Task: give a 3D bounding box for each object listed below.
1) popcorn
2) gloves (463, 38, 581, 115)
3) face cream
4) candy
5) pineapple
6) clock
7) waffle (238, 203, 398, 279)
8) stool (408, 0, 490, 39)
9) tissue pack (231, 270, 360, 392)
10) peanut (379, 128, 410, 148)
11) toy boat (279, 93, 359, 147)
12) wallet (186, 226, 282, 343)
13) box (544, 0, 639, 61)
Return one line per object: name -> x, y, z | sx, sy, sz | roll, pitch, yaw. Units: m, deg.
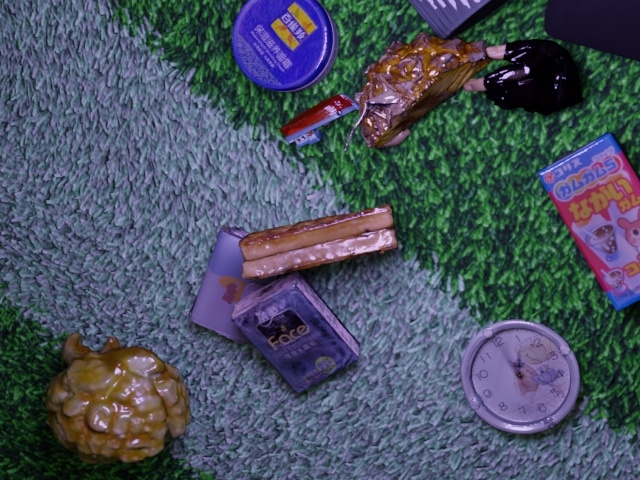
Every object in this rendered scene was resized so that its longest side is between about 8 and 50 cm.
popcorn -> -0.451, 0.357, 2.086 | 0.335, 0.279, 0.275 | -6, 114, 5
gloves -> 0.376, -0.302, 1.826 | 0.203, 0.124, 0.164 | -18, 116, 3
face cream -> -0.068, -0.405, 1.956 | 0.205, 0.111, 0.206 | 2, 97, 16
candy -> 0.554, -0.038, 1.820 | 0.157, 0.100, 0.306 | -30, 87, 18
pineapple -> 0.162, -0.319, 1.865 | 0.334, 0.158, 0.161 | -35, 83, 15
clock -> 0.400, 0.269, 1.927 | 0.236, 0.053, 0.237 | 3, 99, 18
waffle -> 0.000, 0.001, 1.908 | 0.307, 0.213, 0.091 | -12, 93, 6
stool -> 0.231, -0.570, 1.762 | 0.297, 0.297, 0.330 | -35, 91, 18
tissue pack -> -0.048, 0.190, 1.998 | 0.173, 0.073, 0.235 | -29, 115, 20
peanut -> 0.142, -0.208, 1.957 | 0.083, 0.037, 0.037 | -18, 91, 12
toy boat -> 0.001, -0.245, 1.978 | 0.172, 0.069, 0.059 | -28, 110, 19
wallet -> -0.174, 0.095, 2.071 | 0.170, 0.069, 0.231 | 21, 105, -5
box -> 0.572, -0.477, 1.736 | 0.288, 0.073, 0.290 | 19, 122, 14
